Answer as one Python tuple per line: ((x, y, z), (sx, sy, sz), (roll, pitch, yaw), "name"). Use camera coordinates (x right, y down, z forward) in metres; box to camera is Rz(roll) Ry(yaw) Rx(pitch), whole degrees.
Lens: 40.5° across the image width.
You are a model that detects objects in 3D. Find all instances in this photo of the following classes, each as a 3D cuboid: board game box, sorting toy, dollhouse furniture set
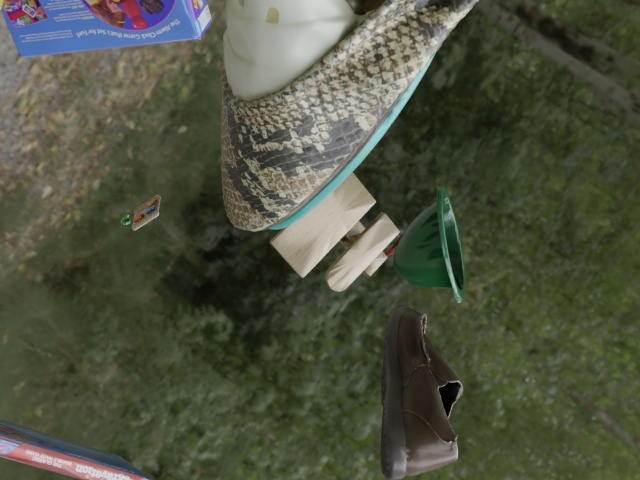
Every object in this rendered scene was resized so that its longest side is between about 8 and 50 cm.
((-0.365, 0.265, 1.110), (0.145, 0.281, 0.027), (-1, -114, 60), "board game box")
((-0.313, -0.043, 1.498), (0.083, 0.012, 0.062), (-31, -147, 12), "sorting toy")
((0.000, 0.000, 1.049), (0.123, 0.144, 0.151), (-46, -157, -13), "dollhouse furniture set")
((-0.383, -0.445, 1.464), (0.078, 0.347, 0.233), (-74, 157, -50), "board game box")

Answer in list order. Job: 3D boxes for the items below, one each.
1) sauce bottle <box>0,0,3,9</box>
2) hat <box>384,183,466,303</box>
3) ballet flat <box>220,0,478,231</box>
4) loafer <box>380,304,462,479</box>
((-0.436, -0.311, 1.134), (0.128, 0.042, 0.042), (-70, 168, 16), "sauce bottle")
((0.114, 0.025, 1.306), (0.208, 0.183, 0.173), (63, 24, -47), "hat")
((0.052, -0.209, 0.573), (0.483, 0.164, 0.182), (-41, 132, 19), "ballet flat")
((0.166, 0.248, 1.430), (0.366, 0.130, 0.134), (-83, 175, -54), "loafer")
